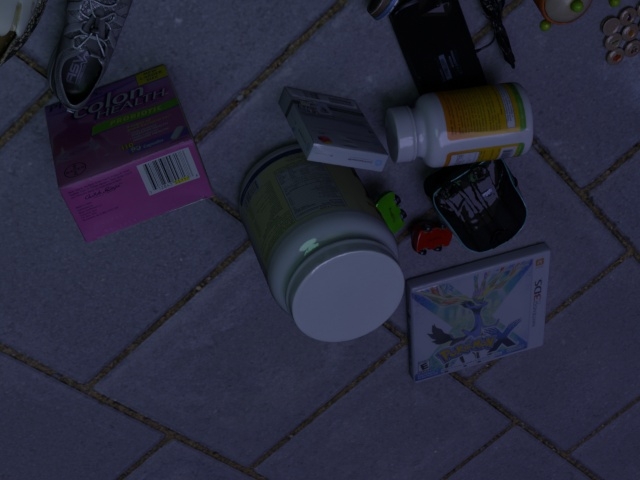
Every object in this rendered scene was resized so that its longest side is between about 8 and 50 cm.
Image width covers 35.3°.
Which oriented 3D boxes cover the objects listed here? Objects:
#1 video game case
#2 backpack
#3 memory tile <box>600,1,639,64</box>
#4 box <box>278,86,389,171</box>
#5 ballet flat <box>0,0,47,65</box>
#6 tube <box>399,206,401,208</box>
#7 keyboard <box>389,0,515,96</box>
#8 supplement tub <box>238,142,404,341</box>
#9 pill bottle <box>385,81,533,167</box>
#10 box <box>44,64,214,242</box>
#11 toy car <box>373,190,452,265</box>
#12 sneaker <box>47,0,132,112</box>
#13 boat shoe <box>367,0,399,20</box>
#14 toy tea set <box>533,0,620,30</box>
[{"bbox_3d":[0.353,0.166,2.249,0.329,0.036,0.300,-15,130,-10],"label":"video game case"},{"bbox_3d":[0.306,-0.079,1.959,0.166,0.144,0.188,-35,111,6],"label":"backpack"},{"bbox_3d":[0.606,-0.403,1.915,0.148,0.012,0.113,-25,131,0],"label":"memory tile"},{"bbox_3d":[0.021,-0.193,1.736,0.145,0.186,0.038,7,124,-26],"label":"box"},{"bbox_3d":[-0.508,-0.288,1.457,0.164,0.182,0.483,23,115,-33],"label":"ballet flat"},{"bbox_3d":[0.089,0.016,2.024,0.080,0.052,0.207,4,119,-40],"label":"tube"},{"bbox_3d":[0.258,-0.336,1.820,0.201,0.033,0.317,-24,133,6],"label":"keyboard"},{"bbox_3d":[0.000,0.000,1.787,0.235,0.325,0.235,-11,130,-13],"label":"supplement tub"},{"bbox_3d":[0.247,-0.205,1.817,0.245,0.136,0.136,-8,129,-8],"label":"pill bottle"},{"bbox_3d":[-0.309,-0.144,1.607,0.213,0.243,0.117,-21,131,-4],"label":"box"},{"bbox_3d":[0.144,-0.016,1.980,0.239,0.053,0.225,-40,133,-16],"label":"toy car"},{"bbox_3d":[-0.341,-0.322,1.539,0.105,0.115,0.281,6,124,-26],"label":"sneaker"},{"bbox_3d":[0.112,-0.455,1.653,0.066,0.066,0.183,15,110,-25],"label":"boat shoe"},{"bbox_3d":[0.427,-0.490,1.589,0.200,0.124,0.336,-19,132,-5],"label":"toy tea set"}]
